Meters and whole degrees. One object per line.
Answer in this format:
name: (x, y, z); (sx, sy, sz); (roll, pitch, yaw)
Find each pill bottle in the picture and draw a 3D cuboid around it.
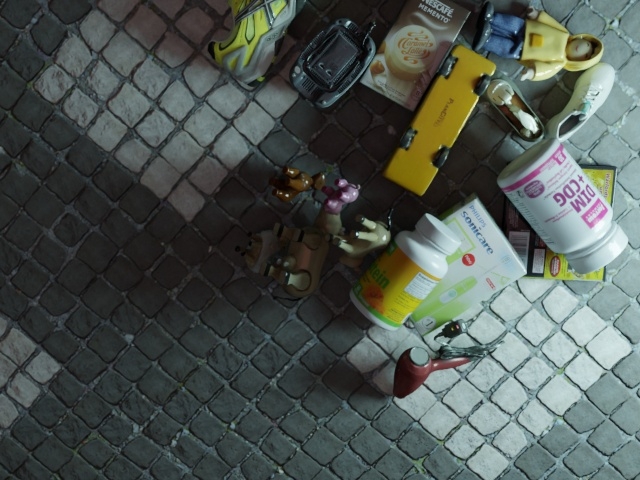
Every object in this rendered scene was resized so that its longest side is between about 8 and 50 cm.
pill bottle: (0.538, -0.074, 1.733); (0.160, 0.160, 0.283); (-40, 96, 10)
pill bottle: (0.188, 0.065, 1.698); (0.136, 0.136, 0.245); (38, 105, -4)

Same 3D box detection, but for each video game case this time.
video game case: (0.553, -0.043, 1.837); (0.249, 0.035, 0.274); (3, 100, 3)

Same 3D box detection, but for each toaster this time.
toaster: (0.034, -0.402, 1.739); (0.129, 0.146, 0.227); (40, 101, -5)

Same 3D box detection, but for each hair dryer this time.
hair dryer: (0.283, 0.303, 1.866); (0.294, 0.080, 0.224); (-34, 137, 26)

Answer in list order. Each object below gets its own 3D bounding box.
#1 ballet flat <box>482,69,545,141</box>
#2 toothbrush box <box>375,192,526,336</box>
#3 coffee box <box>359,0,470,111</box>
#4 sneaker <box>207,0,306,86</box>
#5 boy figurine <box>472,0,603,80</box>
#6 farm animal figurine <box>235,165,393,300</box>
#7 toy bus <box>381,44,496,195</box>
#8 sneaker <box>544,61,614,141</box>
ballet flat: (0.433, -0.309, 1.774); (0.072, 0.068, 0.213); (-41, 96, 11)
toothbrush box: (0.296, 0.055, 1.809); (0.283, 0.122, 0.206); (-34, 94, 14)
coffee box: (0.207, -0.429, 1.747); (0.141, 0.098, 0.246); (28, 102, -2)
sneaker: (-0.116, -0.534, 1.713); (0.147, 0.145, 0.384); (25, 100, -16)
boy figurine: (0.480, -0.426, 1.722); (0.285, 0.092, 0.177); (16, 74, -2)
farm animal figurine: (0.000, 0.000, 1.780); (0.172, 0.330, 0.326); (19, 107, -47)
toy bus: (0.262, -0.268, 1.760); (0.108, 0.130, 0.332); (28, 101, -1)
sneaker: (0.590, -0.303, 1.753); (0.080, 0.094, 0.212); (34, 101, -2)
